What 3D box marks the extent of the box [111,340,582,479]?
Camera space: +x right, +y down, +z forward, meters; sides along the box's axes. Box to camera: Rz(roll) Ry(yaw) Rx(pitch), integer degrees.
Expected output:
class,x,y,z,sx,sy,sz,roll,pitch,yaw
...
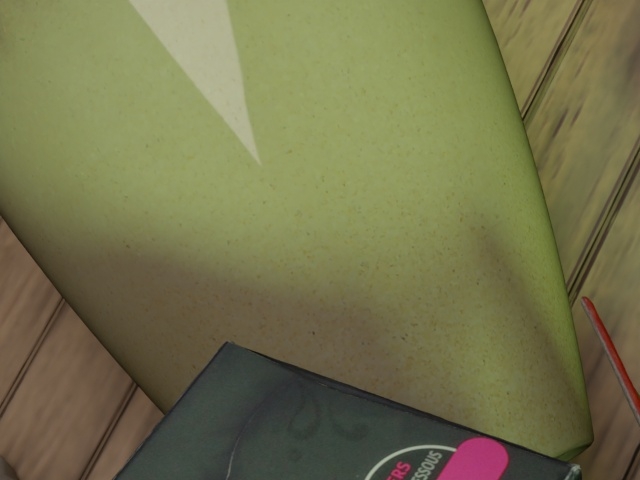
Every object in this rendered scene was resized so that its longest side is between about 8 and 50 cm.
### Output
class,x,y,z,sx,sy,sz,roll,pitch,yaw
box,-0.002,0.198,0.625,0.143,0.270,0.165,18,49,25

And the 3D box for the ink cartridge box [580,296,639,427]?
class,x,y,z,sx,sy,sz,roll,pitch,yaw
ink cartridge box,0.181,0.163,0.563,0.060,0.239,0.275,-24,28,6

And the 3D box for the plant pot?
class,x,y,z,sx,sy,sz,roll,pitch,yaw
plant pot,0.000,0.000,0.772,0.256,0.256,0.274,-30,76,2

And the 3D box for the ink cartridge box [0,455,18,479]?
class,x,y,z,sx,sy,sz,roll,pitch,yaw
ink cartridge box,-0.231,0.215,0.806,0.237,0.100,0.172,-35,61,0
